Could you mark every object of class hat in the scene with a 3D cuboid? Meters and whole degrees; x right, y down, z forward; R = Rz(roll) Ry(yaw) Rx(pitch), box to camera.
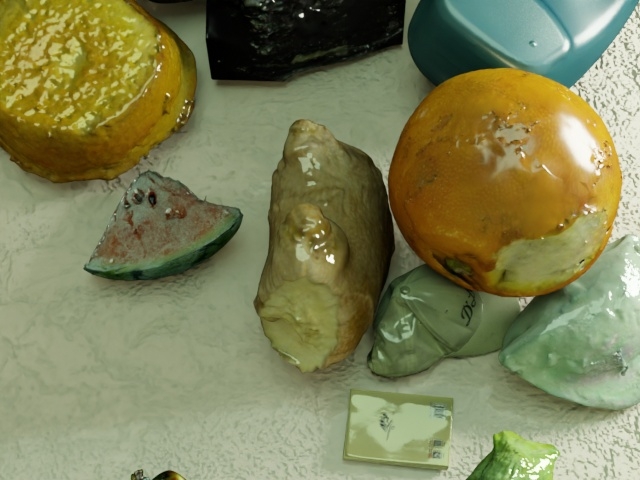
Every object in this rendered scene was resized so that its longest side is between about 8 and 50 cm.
[{"bbox_3d":[0.133,0.082,1.404,0.166,0.081,0.122,1,67,-8],"label":"hat"}]

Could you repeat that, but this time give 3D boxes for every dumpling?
[{"bbox_3d":[0.288,0.094,1.368,0.217,0.105,0.149,-33,62,-16],"label":"dumpling"}]

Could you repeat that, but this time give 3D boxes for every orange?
[{"bbox_3d":[0.186,-0.058,1.340,0.240,0.240,0.240,-1,65,2],"label":"orange"}]

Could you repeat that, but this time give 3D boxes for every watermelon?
[{"bbox_3d":[-0.174,-0.016,1.468,0.187,0.071,0.139,-17,58,4],"label":"watermelon"}]

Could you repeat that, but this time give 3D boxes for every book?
[{"bbox_3d":[0.082,0.198,1.382,0.111,0.014,0.077,5,64,5],"label":"book"}]

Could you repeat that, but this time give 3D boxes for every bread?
[{"bbox_3d":[-0.280,-0.188,1.508,0.268,0.145,0.268,-2,68,5],"label":"bread"}]

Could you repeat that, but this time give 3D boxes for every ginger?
[{"bbox_3d":[0.000,0.000,1.375,0.130,0.221,0.275,-9,73,16],"label":"ginger"}]

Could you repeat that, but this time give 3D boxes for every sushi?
[{"bbox_3d":[-0.013,-0.321,1.518,0.227,0.212,0.215,1,65,2],"label":"sushi"}]

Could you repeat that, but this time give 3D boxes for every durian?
[{"bbox_3d":[0.156,0.299,1.264,0.101,0.139,0.250,23,69,17],"label":"durian"}]

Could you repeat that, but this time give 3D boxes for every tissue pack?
[{"bbox_3d":[0.239,-0.268,1.495,0.198,0.206,0.287,38,74,8],"label":"tissue pack"}]

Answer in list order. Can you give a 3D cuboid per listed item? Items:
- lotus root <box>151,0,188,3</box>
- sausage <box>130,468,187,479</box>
[{"bbox_3d":[-0.224,-0.351,1.588,0.078,0.204,0.183,-39,60,31],"label":"lotus root"},{"bbox_3d":[-0.061,0.353,1.286,0.082,0.082,0.371,-41,69,-15],"label":"sausage"}]
